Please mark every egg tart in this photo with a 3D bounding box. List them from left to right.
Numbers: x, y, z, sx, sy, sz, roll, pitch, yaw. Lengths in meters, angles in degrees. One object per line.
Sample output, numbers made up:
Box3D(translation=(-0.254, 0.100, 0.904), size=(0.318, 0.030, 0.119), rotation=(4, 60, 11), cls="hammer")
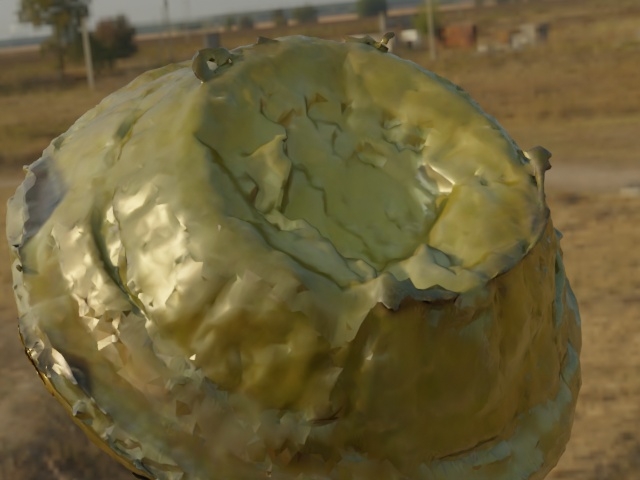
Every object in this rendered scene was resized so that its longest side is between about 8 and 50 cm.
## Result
Box3D(translation=(0.000, 0.000, 0.624), size=(0.290, 0.115, 0.290), rotation=(12, 43, -11), cls="egg tart")
